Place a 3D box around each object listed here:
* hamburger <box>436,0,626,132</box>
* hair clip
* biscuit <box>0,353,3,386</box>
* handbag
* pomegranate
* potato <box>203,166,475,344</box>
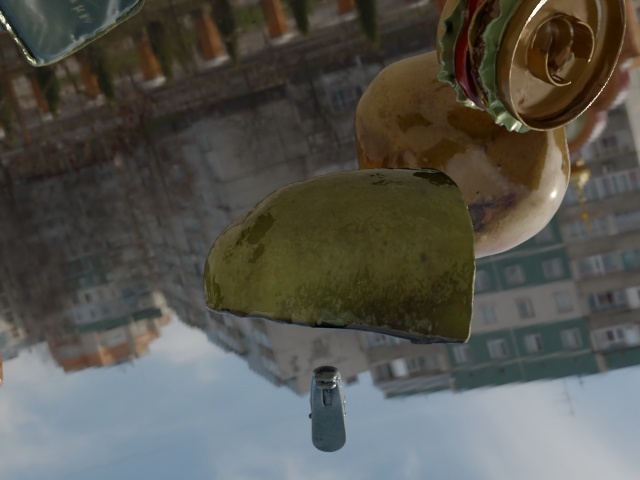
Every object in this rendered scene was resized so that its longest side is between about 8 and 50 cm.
[{"bbox_3d":[0.297,-0.310,1.547,0.274,0.274,0.212,-20,-144,-28],"label":"hamburger"},{"bbox_3d":[0.004,0.176,1.183,0.048,0.083,0.275,0,158,3],"label":"hair clip"},{"bbox_3d":[-0.506,0.197,1.277,0.284,0.306,0.043,27,168,15],"label":"biscuit"},{"bbox_3d":[-0.366,-0.394,1.285,0.222,0.241,0.263,-34,151,-10],"label":"handbag"},{"bbox_3d":[0.255,-0.173,1.901,0.416,0.417,0.416,-16,-173,2],"label":"pomegranate"},{"bbox_3d":[0.000,0.000,1.288,0.280,0.213,0.330,6,-179,-22],"label":"potato"}]
